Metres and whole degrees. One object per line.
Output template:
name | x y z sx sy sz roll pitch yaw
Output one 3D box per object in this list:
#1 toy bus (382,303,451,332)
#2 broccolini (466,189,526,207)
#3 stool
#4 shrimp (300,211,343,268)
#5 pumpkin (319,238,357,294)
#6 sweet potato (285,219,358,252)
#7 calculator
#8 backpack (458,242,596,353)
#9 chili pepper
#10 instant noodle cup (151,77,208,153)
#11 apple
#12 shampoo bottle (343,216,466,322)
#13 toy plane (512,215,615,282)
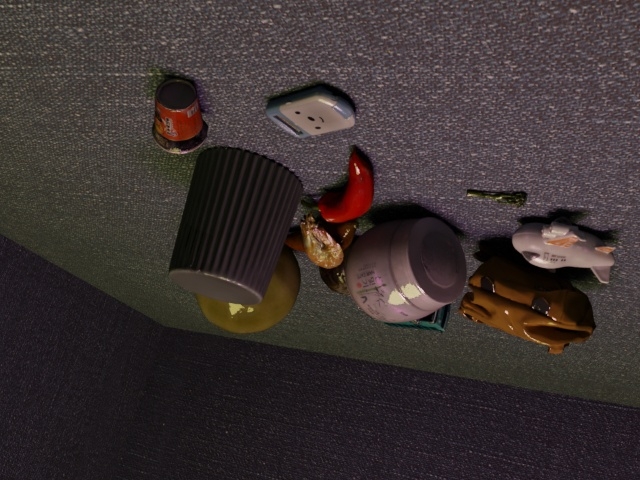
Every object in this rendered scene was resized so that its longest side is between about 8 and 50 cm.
toy bus | 0.326 0.241 2.444 0.256 0.128 0.147 1 158 40
broccolini | 0.404 -0.103 1.606 0.140 0.030 0.035 12 152 21
stool | -0.228 -0.027 1.810 0.297 0.330 0.297 14 161 5
shrimp | 0.001 -0.001 1.924 0.115 0.051 0.217 0 135 21
pumpkin | 0.108 0.094 2.149 0.238 0.159 0.238 12 156 5
sweet potato | 0.007 -0.002 2.040 0.112 0.112 0.359 25 155 -26
calculator | -0.021 -0.263 1.451 0.210 0.039 0.121 -4 152 44
backpack | 0.562 0.163 1.871 0.354 0.201 0.378 26 -169 30
chili pepper | 0.065 -0.120 1.740 0.137 0.092 0.368 45 152 -3
instant noodle cup | -0.310 -0.276 1.521 0.127 0.127 0.135 15 152 -1
apple | -0.234 0.123 2.215 0.357 0.357 0.357 13 160 5
shampoo bottle | 0.223 0.077 1.852 0.273 0.273 0.266 27 151 -31
toy plane | 0.584 0.025 1.683 0.245 0.117 0.244 13 162 4
